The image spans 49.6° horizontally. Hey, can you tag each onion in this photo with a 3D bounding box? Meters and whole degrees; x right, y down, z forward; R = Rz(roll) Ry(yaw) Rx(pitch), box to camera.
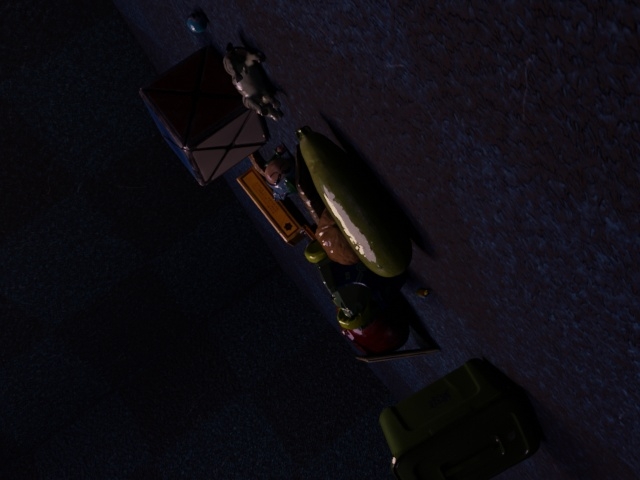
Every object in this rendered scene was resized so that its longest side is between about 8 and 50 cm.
[{"bbox_3d":[0.143,0.220,1.992,0.246,0.190,0.246,53,-171,-12],"label":"onion"}]

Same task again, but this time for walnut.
[{"bbox_3d":[0.062,-0.021,1.637,0.166,0.149,0.166,-13,-90,-74],"label":"walnut"}]

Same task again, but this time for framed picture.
[{"bbox_3d":[0.219,0.336,2.038,0.273,0.216,0.016,108,155,-81],"label":"framed picture"}]

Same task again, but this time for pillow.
[{"bbox_3d":[-0.012,-0.114,1.758,0.208,0.052,0.212,-92,-23,-56],"label":"pillow"}]

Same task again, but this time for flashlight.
[{"bbox_3d":[-0.331,-0.572,1.825,0.051,0.051,0.129,57,172,-24],"label":"flashlight"}]

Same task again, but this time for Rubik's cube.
[{"bbox_3d":[-0.328,-0.357,1.999,0.259,0.255,0.260,52,170,17],"label":"Rubik's cube"}]

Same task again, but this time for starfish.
[{"bbox_3d":[-0.250,-0.312,2.456,0.240,0.043,0.227,44,169,40],"label":"starfish"}]

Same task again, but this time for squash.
[{"bbox_3d":[0.067,-0.088,1.427,0.370,0.118,0.118,57,172,1],"label":"squash"}]

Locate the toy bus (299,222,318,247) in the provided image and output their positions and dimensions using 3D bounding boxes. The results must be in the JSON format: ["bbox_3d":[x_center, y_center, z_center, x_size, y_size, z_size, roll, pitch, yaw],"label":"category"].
[{"bbox_3d":[0.000,0.000,2.220,0.083,0.088,0.194,49,173,23],"label":"toy bus"}]

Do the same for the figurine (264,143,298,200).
[{"bbox_3d":[-0.120,-0.203,2.015,0.144,0.114,0.178,59,178,-25],"label":"figurine"}]

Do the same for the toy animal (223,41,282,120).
[{"bbox_3d":[-0.152,-0.351,1.636,0.170,0.090,0.255,51,169,37],"label":"toy animal"}]

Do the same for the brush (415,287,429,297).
[{"bbox_3d":[0.244,0.124,1.628,0.021,0.019,0.083,44,172,-3],"label":"brush"}]

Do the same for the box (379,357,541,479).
[{"bbox_3d":[0.310,0.436,1.580,0.253,0.328,0.178,61,-179,-35],"label":"box"}]

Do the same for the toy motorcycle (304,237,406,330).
[{"bbox_3d":[0.103,0.099,1.763,0.191,0.200,0.326,60,180,-28],"label":"toy motorcycle"}]

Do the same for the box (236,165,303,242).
[{"bbox_3d":[-0.174,-0.124,2.577,0.301,0.084,0.193,51,-178,7],"label":"box"}]
